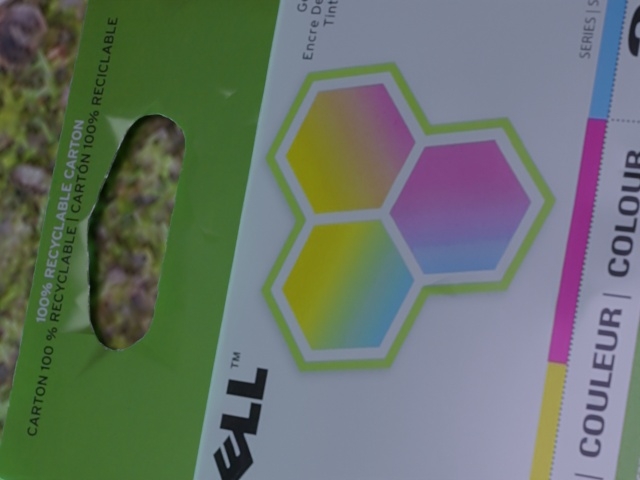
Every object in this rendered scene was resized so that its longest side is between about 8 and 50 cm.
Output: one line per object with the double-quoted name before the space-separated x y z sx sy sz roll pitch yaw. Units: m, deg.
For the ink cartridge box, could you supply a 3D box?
"ink cartridge box" 0.000 0.000 0.515 0.255 0.097 0.189 6 83 27
